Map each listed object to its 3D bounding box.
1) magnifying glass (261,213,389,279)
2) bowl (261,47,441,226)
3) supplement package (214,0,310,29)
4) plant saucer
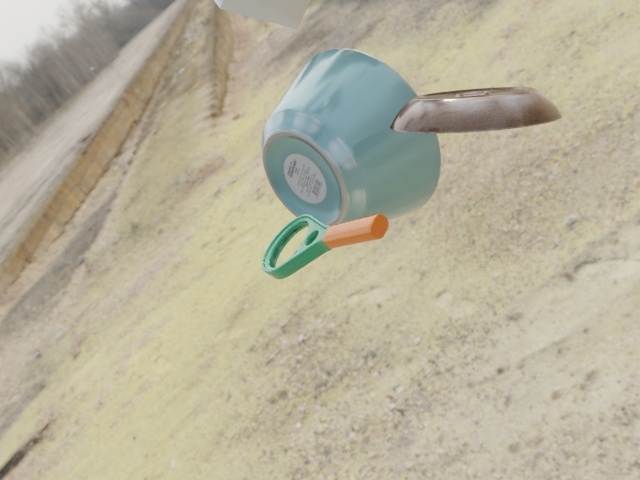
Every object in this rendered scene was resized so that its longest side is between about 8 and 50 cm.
[{"bbox_3d":[0.000,0.000,0.826,0.231,0.026,0.092,-15,40,57],"label":"magnifying glass"},{"bbox_3d":[0.024,-0.135,1.131,0.163,0.312,0.311,-40,18,-35],"label":"bowl"},{"bbox_3d":[-0.111,-0.621,1.437,0.263,0.199,0.198,-59,47,32],"label":"supplement package"},{"bbox_3d":[0.179,-0.156,0.814,0.198,0.036,0.198,-6,14,1],"label":"plant saucer"}]
